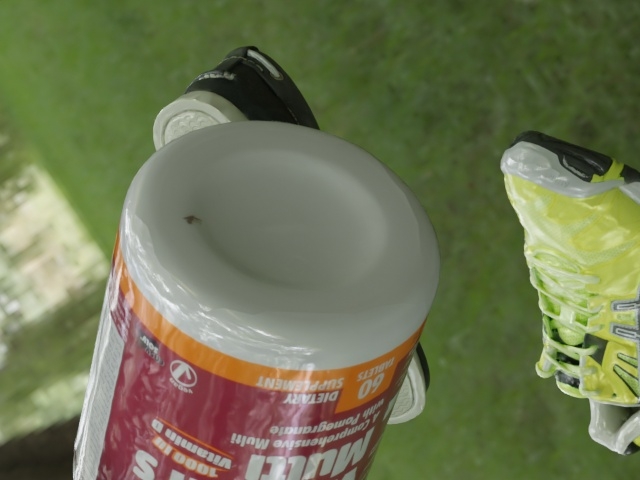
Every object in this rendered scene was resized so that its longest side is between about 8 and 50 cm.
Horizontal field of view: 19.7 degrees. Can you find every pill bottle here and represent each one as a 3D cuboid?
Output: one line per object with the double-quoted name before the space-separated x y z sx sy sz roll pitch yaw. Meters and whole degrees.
"pill bottle" -0.035 0.069 0.743 0.121 0.121 0.221 51 142 31

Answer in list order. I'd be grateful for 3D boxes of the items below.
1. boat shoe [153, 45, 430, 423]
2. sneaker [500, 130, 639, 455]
"boat shoe" 0.000 0.000 1.030 0.084 0.079 0.233 -18 113 36
"sneaker" 0.243 0.054 1.530 0.145 0.147 0.385 25 162 43
